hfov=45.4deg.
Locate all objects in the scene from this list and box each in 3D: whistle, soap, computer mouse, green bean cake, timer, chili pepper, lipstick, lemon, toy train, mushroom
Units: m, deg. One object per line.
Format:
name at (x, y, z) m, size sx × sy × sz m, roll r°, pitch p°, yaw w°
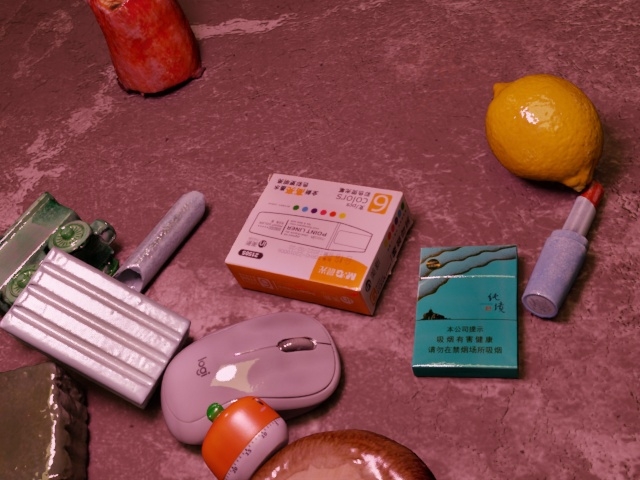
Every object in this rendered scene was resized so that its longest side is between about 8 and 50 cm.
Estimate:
whistle at (-0.321, 0.029, 1.450) m, size 0.062 × 0.062 × 0.312 m, roll 21°, pitch 62°, yaw 30°
soap at (-0.369, 0.146, 1.273) m, size 0.265 × 0.087 × 0.159 m, roll 28°, pitch 69°, yaw 0°
computer mouse at (-0.121, 0.207, 1.212) m, size 0.297 × 0.121 × 0.184 m, roll -19°, pitch 48°, yaw 5°
green bean cake at (-0.495, 0.329, 1.234) m, size 0.223 × 0.125 × 0.227 m, roll -14°, pitch 52°, yaw 4°
timer at (-0.117, 0.282, 1.100) m, size 0.136 × 0.099 × 0.136 m, roll -6°, pitch 74°, yaw 21°
chili pepper at (-0.423, -0.499, 1.737) m, size 0.229 × 0.305 × 0.251 m, roll -11°, pitch 53°, yaw 12°
lipstick at (0.403, 0.003, 1.238) m, size 0.068 × 0.061 × 0.274 m, roll 16°, pitch 55°, yaw 30°
lemon at (0.383, -0.189, 1.312) m, size 0.187 × 0.187 × 0.244 m, roll -32°, pitch 65°, yaw -8°
toy train at (-0.510, 0.053, 1.438) m, size 0.202 × 0.145 × 0.266 m, roll 20°, pitch 61°, yaw 33°
mushroom at (0.023, 0.405, 0.966) m, size 0.345 × 0.239 × 0.345 m, roll -2°, pitch 72°, yaw 8°

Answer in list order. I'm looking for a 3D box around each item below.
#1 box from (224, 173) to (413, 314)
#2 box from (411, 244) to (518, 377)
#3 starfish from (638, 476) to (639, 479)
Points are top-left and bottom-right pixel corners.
box at (0.000, 0.000, 1.349) m, size 0.274 × 0.091 × 0.220 m, roll 9°, pitch 58°, yaw 24°
box at (0.233, 0.109, 1.221) m, size 0.161 × 0.042 × 0.226 m, roll -1°, pitch 54°, yaw 16°
starfish at (0.481, 0.334, 0.976) m, size 0.150 × 0.053 × 0.209 m, roll 14°, pitch 54°, yaw 12°
